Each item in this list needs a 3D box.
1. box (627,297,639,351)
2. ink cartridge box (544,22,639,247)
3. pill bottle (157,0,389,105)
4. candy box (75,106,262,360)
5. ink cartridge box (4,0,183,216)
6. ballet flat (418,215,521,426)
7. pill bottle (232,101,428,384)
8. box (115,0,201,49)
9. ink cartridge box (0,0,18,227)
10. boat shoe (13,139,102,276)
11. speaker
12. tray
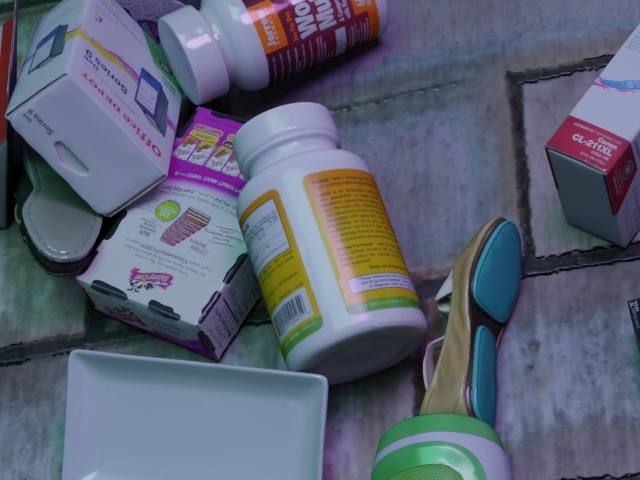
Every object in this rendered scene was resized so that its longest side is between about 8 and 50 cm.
[{"bbox_3d":[0.316,0.092,1.744,0.062,0.052,0.083,-17,50,9],"label":"box"},{"bbox_3d":[0.297,-0.103,1.845,0.072,0.127,0.175,27,68,32],"label":"ink cartridge box"},{"bbox_3d":[-0.050,-0.230,2.047,0.221,0.121,0.121,-25,50,-14],"label":"pill bottle"},{"bbox_3d":[-0.113,-0.010,1.966,0.159,0.071,0.233,20,64,31],"label":"candy box"},{"bbox_3d":[-0.226,-0.147,2.005,0.093,0.154,0.212,-33,26,23],"label":"ink cartridge box"},{"bbox_3d":[0.132,0.077,1.811,0.073,0.080,0.232,-11,49,32],"label":"ballet flat"},{"bbox_3d":[0.000,0.000,1.834,0.136,0.136,0.245,-21,68,5],"label":"pill bottle"},{"bbox_3d":[-0.202,-0.324,2.115,0.163,0.247,0.142,-17,50,8],"label":"box"},{"bbox_3d":[-0.348,-0.150,2.061,0.056,0.224,0.181,2,52,-6],"label":"ink cartridge box"},{"bbox_3d":[-0.272,-0.025,2.009,0.081,0.068,0.227,5,32,-16],"label":"boat shoe"},{"bbox_3d":[0.105,0.296,1.626,0.131,0.131,0.296,-10,52,13],"label":"speaker"},{"bbox_3d":[-0.116,0.183,1.820,0.270,0.030,0.145,5,94,23],"label":"tray"}]
